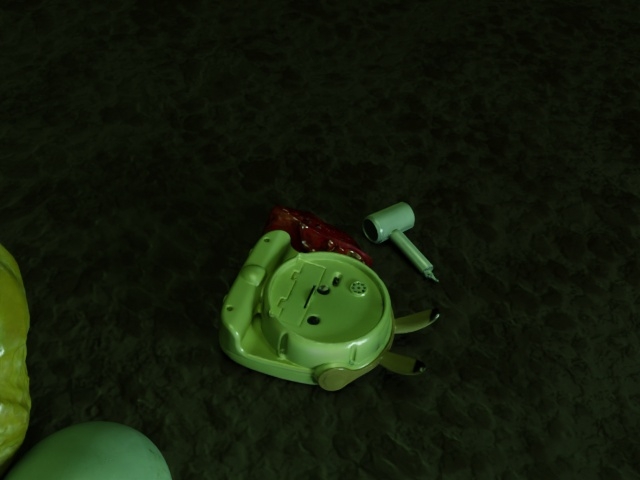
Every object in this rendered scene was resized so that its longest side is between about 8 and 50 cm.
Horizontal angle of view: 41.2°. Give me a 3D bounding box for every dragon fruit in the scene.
[{"bbox_3d":[0.000,-0.003,1.051,0.131,0.063,0.097,34,50,23],"label":"dragon fruit"}]

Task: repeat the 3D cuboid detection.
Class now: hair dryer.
[{"bbox_3d":[0.114,0.006,1.084,0.063,0.038,0.124,-24,59,-29],"label":"hair dryer"}]

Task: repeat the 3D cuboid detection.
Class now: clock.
[{"bbox_3d":[0.013,0.085,0.961,0.232,0.069,0.170,17,45,8],"label":"clock"}]

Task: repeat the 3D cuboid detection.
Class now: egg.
[{"bbox_3d":[-0.205,0.242,0.716,0.149,0.149,0.192,20,43,11],"label":"egg"}]

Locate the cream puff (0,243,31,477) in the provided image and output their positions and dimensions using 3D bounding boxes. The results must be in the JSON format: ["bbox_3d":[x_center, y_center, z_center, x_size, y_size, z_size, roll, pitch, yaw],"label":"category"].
[{"bbox_3d":[-0.361,0.154,0.692,0.274,0.269,0.323,20,51,37],"label":"cream puff"}]
